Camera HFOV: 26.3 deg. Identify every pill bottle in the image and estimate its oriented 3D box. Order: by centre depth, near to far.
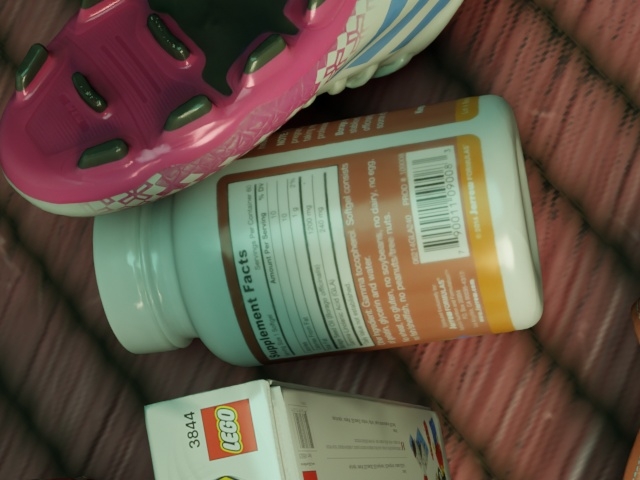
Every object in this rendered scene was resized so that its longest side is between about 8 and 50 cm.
[{"bbox_3d":[0.000,0.000,0.708,0.216,0.121,0.121,-9,79,12],"label":"pill bottle"}]

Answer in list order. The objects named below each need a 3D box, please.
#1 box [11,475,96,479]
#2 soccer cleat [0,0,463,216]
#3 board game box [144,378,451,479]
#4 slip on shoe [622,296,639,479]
[{"bbox_3d":[-0.135,0.280,0.679,0.142,0.154,0.299,17,87,15],"label":"box"},{"bbox_3d":[-0.006,-0.108,0.691,0.331,0.143,0.116,-41,62,-12],"label":"soccer cleat"},{"bbox_3d":[0.019,0.164,0.582,0.053,0.305,0.192,-13,78,13],"label":"board game box"},{"bbox_3d":[0.180,0.174,0.650,0.101,0.123,0.331,2,79,30],"label":"slip on shoe"}]
